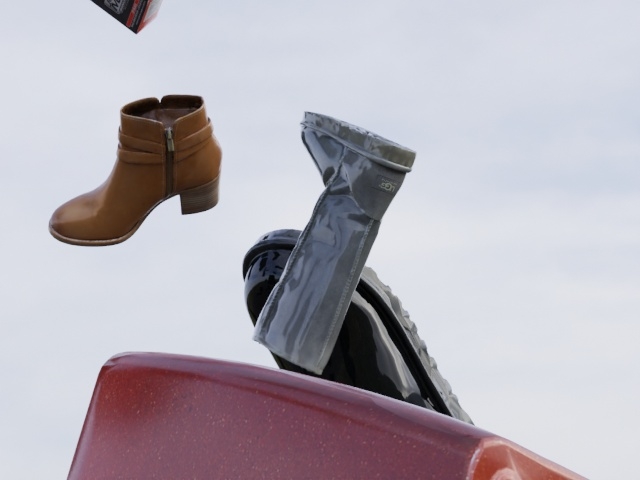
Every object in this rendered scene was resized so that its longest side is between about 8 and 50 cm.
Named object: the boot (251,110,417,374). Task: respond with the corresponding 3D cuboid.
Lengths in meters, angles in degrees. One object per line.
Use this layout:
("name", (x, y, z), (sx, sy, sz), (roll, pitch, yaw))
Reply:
("boot", (-0.002, -0.001, 1.560), (0.076, 0.208, 0.189), (16, 7, -21))

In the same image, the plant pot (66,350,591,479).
("plant pot", (0.038, 0.204, 0.773), (0.267, 0.267, 0.236), (29, -25, -31))

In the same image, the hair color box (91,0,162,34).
("hair color box", (-0.236, -0.296, 1.943), (0.141, 0.043, 0.072), (37, -39, 6))

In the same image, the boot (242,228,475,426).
("boot", (0.011, 0.178, 1.659), (0.131, 0.348, 0.260), (-32, 11, 38))

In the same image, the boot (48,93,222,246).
("boot", (-0.200, -0.079, 1.874), (0.197, 0.073, 0.152), (-19, -38, -12))
